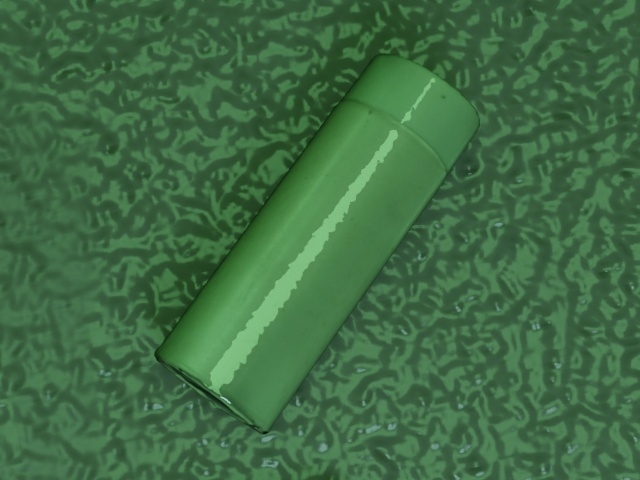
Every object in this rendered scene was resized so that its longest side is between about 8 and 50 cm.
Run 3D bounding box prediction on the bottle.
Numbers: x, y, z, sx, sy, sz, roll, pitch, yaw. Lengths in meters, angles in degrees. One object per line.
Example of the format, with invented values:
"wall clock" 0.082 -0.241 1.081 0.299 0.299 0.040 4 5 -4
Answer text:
"bottle" 0.000 0.000 0.815 0.072 0.072 0.201 35 80 4
